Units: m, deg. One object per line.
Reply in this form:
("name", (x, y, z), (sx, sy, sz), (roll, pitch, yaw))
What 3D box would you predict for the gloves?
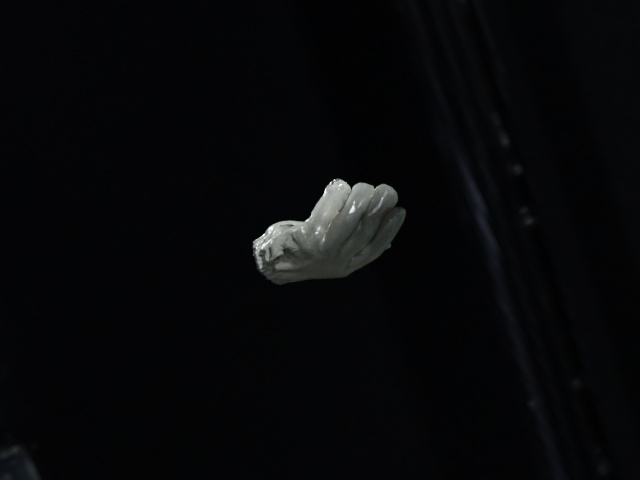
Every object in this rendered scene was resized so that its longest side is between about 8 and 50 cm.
("gloves", (0.001, 0.002, 0.872), (0.081, 0.044, 0.037), (-35, -120, 16))
